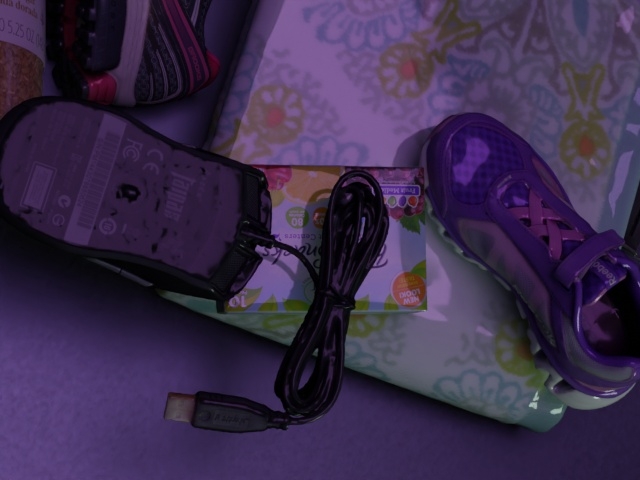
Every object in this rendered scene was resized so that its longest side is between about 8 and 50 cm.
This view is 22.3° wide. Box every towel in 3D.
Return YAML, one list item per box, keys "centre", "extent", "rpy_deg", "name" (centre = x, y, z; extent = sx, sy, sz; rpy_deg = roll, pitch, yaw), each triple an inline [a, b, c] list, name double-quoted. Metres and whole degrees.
- centre: [0.083, -0.081, 1.197]
  extent: [0.320, 0.090, 0.374]
  rpy_deg: [20, 78, -13]
  name: "towel"

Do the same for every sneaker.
- centre: [-0.122, -0.243, 1.124]
  extent: [0.112, 0.121, 0.299]
  rpy_deg: [-3, 110, -28]
  name: "sneaker"
- centre: [0.161, 0.009, 1.111]
  extent: [0.095, 0.104, 0.236]
  rpy_deg: [-36, 95, -15]
  name: "sneaker"

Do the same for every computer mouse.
- centre: [-0.096, 0.022, 1.030]
  extent: [0.262, 0.060, 0.184]
  rpy_deg: [14, 81, -15]
  name: "computer mouse"

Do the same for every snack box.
- centre: [0.000, 0.000, 1.096]
  extent: [0.141, 0.037, 0.100]
  rpy_deg: [0, 87, -14]
  name: "snack box"

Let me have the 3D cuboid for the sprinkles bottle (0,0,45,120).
- centre: [-0.243, -0.200, 1.090]
  extent: [0.121, 0.121, 0.355]
  rpy_deg: [3, 76, -22]
  name: "sprinkles bottle"

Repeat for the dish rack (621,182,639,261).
- centre: [0.344, -0.037, 1.316]
  extent: [0.271, 0.074, 0.208]
  rpy_deg: [32, 66, -12]
  name: "dish rack"
